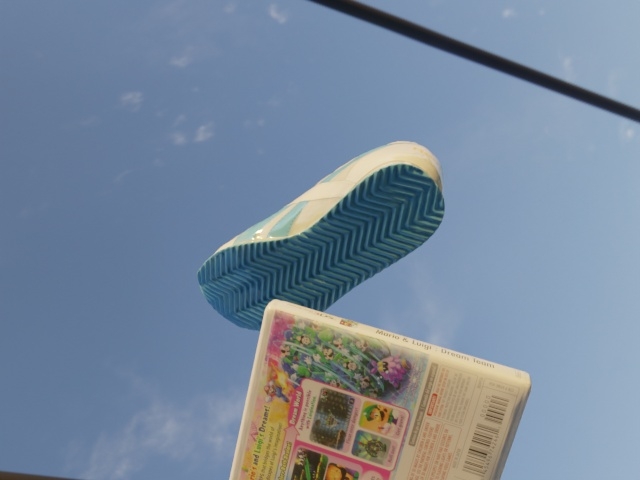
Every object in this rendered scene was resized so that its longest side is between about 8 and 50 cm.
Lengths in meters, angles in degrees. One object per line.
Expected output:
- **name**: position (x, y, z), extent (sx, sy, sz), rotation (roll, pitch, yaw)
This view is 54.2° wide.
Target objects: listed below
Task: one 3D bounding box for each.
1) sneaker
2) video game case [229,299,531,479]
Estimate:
- **sneaker**: position (0.000, 0.000, 0.507), extent (0.087, 0.229, 0.092), rotation (56, -155, -15)
- **video game case**: position (0.023, 0.125, 0.349), extent (0.019, 0.143, 0.157), rotation (-45, -31, -72)
